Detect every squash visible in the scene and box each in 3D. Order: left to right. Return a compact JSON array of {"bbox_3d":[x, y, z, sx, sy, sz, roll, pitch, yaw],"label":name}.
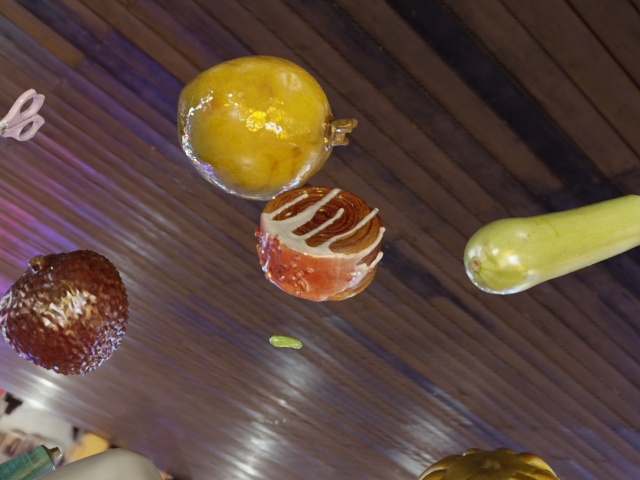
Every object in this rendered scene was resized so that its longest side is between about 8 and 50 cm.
[{"bbox_3d":[-0.079,0.236,1.688,0.089,0.027,0.027,13,162,-36],"label":"squash"},{"bbox_3d":[0.262,0.004,0.805,0.250,0.083,0.083,-12,166,-27],"label":"squash"}]

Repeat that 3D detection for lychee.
[{"bbox_3d":[-0.369,0.101,1.052,0.194,0.194,0.194,18,152,10],"label":"lychee"}]

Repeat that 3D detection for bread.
[{"bbox_3d":[0.000,0.000,0.889,0.160,0.160,0.073,18,129,10],"label":"bread"},{"bbox_3d":[0.183,0.292,0.789,0.213,0.213,0.104,-1,101,39],"label":"bread"}]

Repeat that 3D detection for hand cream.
[{"bbox_3d":[-0.540,0.404,1.200,0.083,0.224,0.048,33,136,44],"label":"hand cream"}]

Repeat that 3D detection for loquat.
[{"bbox_3d":[-0.069,-0.154,0.992,0.246,0.213,0.213,5,147,22],"label":"loquat"}]

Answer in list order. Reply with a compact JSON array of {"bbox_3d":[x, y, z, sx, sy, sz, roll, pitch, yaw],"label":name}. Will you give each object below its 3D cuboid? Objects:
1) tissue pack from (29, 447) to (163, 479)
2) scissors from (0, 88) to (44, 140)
[{"bbox_3d":[-0.363,0.447,1.022,0.229,0.333,0.236,56,161,28],"label":"tissue pack"},{"bbox_3d":[-0.554,-0.186,1.246,0.021,0.212,0.110,32,134,8],"label":"scissors"}]
